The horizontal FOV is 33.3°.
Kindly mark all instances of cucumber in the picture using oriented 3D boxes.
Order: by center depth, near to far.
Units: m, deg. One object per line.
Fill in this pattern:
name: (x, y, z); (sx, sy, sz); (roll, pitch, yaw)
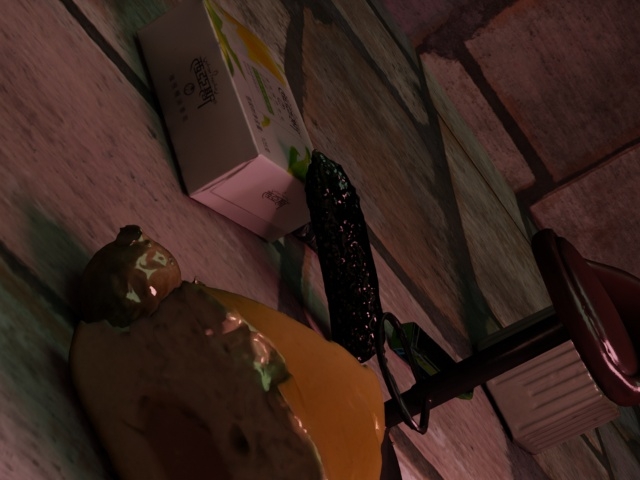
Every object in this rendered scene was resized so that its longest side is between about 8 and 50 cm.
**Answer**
cucumber: (0.028, 0.021, 1.302); (0.072, 0.072, 0.300); (-94, 173, -54)

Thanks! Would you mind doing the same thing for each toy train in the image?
toy train: (0.173, 0.193, 1.648); (0.209, 0.042, 0.044); (44, 46, -43)

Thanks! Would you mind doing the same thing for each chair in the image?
chair: (0.198, 0.138, 1.216); (0.226, 0.401, 0.226); (52, 19, -27)

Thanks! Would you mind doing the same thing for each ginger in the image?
ginger: (-0.129, 0.082, 0.941); (0.204, 0.080, 0.104); (48, 53, -30)

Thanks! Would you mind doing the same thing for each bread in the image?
bread: (-0.071, 0.170, 0.803); (0.224, 0.184, 0.211); (42, 30, -39)

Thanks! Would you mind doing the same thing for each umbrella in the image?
umbrella: (0.000, 0.000, 1.485); (0.188, 0.046, 0.050); (39, 45, -54)

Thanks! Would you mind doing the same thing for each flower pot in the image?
flower pot: (0.420, 0.255, 1.982); (0.239, 0.190, 0.209); (62, 17, 7)

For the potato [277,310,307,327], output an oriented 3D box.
potato: (-0.035, 0.128, 1.112); (0.170, 0.080, 0.107); (46, 33, -27)

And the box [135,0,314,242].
box: (-0.104, -0.151, 1.324); (0.194, 0.111, 0.260); (30, 33, -58)
